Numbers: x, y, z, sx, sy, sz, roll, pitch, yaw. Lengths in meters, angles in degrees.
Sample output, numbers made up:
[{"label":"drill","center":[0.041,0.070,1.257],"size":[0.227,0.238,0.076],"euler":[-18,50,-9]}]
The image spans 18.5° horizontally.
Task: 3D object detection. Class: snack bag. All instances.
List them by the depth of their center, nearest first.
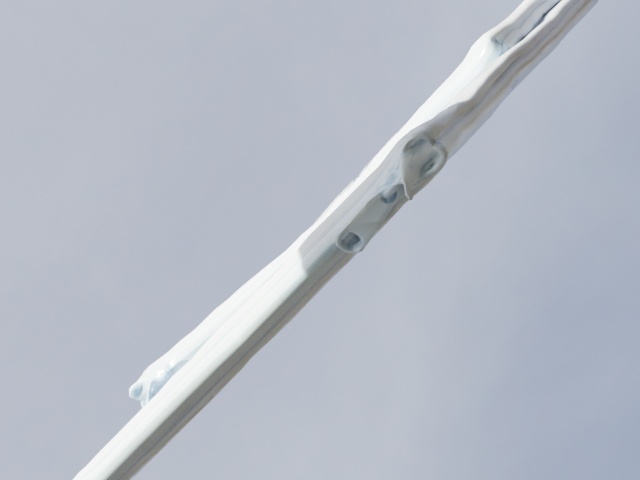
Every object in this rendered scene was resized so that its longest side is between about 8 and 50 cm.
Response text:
[{"label":"snack bag","center":[0.000,0.000,1.041],"size":[0.323,0.037,0.342],"euler":[-45,0,29]}]
